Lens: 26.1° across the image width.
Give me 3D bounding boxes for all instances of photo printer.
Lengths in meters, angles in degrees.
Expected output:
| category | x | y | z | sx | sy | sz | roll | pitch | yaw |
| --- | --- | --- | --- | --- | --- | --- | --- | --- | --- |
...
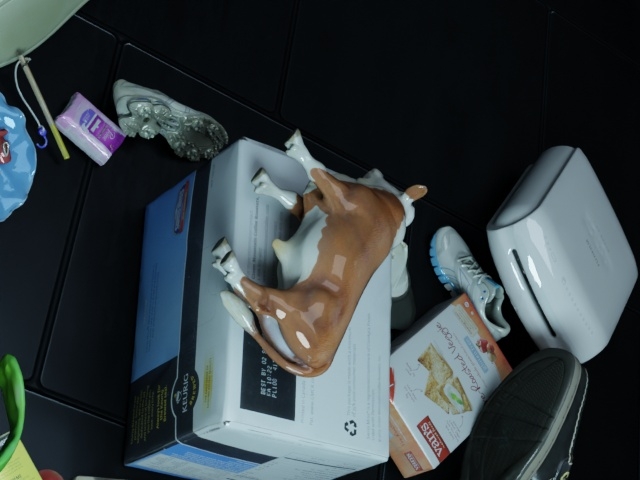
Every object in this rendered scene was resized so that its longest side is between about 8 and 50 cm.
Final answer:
| category | x | y | z | sx | sy | sz | roll | pitch | yaw |
| --- | --- | --- | --- | --- | --- | --- | --- | --- | --- |
| photo printer | 0.358 | 0.025 | 2.047 | 0.256 | 0.107 | 0.307 | 63 | 32 | -12 |

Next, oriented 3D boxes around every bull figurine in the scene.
| category | x | y | z | sx | sy | sz | roll | pitch | yaw |
| --- | --- | --- | --- | --- | --- | --- | --- | --- | --- |
| bull figurine | 0.000 | 0.000 | 1.514 | 0.188 | 0.101 | 0.310 | 37 | 50 | -15 |

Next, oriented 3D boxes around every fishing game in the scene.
| category | x | y | z | sx | sy | sz | roll | pitch | yaw |
| --- | --- | --- | --- | --- | --- | --- | --- | --- | --- |
| fishing game | -0.402 | -0.102 | 1.566 | 0.264 | 0.041 | 0.189 | -26 | 98 | -41 |

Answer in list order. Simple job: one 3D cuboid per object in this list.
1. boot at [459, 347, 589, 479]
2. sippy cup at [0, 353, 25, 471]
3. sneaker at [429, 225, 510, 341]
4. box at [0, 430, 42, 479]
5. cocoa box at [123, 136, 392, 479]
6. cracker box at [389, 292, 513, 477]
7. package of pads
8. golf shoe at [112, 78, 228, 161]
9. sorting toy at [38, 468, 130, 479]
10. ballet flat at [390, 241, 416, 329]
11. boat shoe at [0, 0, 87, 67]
| category | x | y | z | sx | sy | sz | roll | pitch | yaw |
| --- | --- | --- | --- | --- | --- | --- | --- | --- | --- |
| boot | 0.324 | 0.359 | 1.858 | 0.284 | 0.138 | 0.377 | 28 | 78 | -31 |
| sippy cup | -0.456 | 0.146 | 1.317 | 0.305 | 0.240 | 0.224 | 33 | 38 | -54 |
| sneaker | 0.225 | 0.061 | 1.996 | 0.071 | 0.083 | 0.191 | -17 | 81 | -41 |
| box | -0.303 | 0.317 | 1.446 | 0.058 | 0.087 | 0.232 | -30 | 92 | -41 |
| cocoa box | -0.072 | 0.101 | 1.632 | 0.231 | 0.228 | 0.347 | 18 | 60 | -31 |
| cracker box | 0.158 | 0.195 | 1.891 | 0.232 | 0.067 | 0.156 | -36 | 95 | -42 |
| package of pads | -0.284 | -0.136 | 1.697 | 0.083 | 0.032 | 0.050 | 42 | 52 | -17 |
| golf shoe | -0.191 | -0.161 | 1.764 | 0.176 | 0.069 | 0.086 | 24 | 27 | -48 |
| sorting toy | -0.202 | 0.332 | 1.548 | 0.274 | 0.046 | 0.132 | 13 | 63 | -35 |
| ballet flat | 0.051 | 0.011 | 1.864 | 0.280 | 0.096 | 0.095 | 46 | 49 | -15 |
| boat shoe | -0.351 | -0.327 | 1.674 | 0.113 | 0.127 | 0.340 | 38 | 62 | 13 |
